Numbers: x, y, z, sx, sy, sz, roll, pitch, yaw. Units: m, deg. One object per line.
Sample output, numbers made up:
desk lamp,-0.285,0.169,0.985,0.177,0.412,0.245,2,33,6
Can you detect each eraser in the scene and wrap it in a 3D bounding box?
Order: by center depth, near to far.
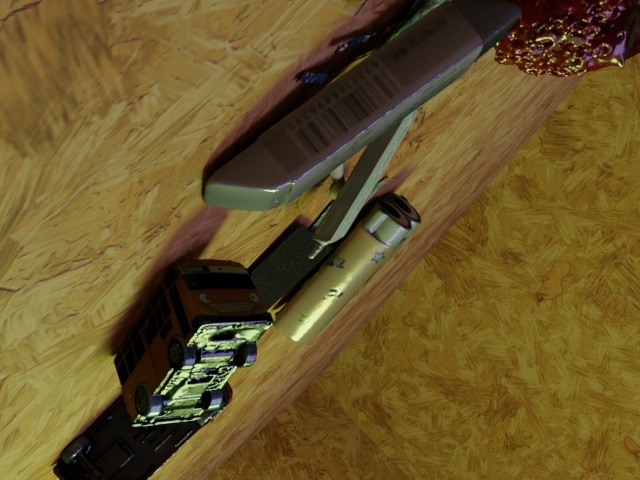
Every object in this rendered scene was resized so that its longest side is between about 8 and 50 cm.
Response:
eraser,0.043,-0.130,1.001,0.352,0.061,0.089,-38,175,-15
eraser,0.049,0.049,1.869,0.290,0.087,0.171,-48,175,21

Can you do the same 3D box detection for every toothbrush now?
toothbrush,0.019,-0.086,1.316,0.025,0.029,0.307,-48,169,-6

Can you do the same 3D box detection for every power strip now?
power strip,0.053,-0.078,1.332,0.253,0.027,0.060,-59,169,14

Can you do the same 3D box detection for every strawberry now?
strawberry,0.292,-0.280,1.273,0.201,0.184,0.187,-18,-177,14

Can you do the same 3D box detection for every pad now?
pad,-0.081,0.069,1.569,0.220,0.004,0.330,-43,170,2

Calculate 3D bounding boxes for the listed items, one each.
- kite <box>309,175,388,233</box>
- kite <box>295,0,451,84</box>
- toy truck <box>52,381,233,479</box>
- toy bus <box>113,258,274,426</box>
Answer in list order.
kite,0.000,0.000,1.657,0.314,0.011,0.335,-43,172,-14
kite,0.085,-0.226,1.024,0.169,0.015,0.310,-52,170,30
toy truck,-0.232,0.254,1.427,0.252,0.107,0.114,-44,172,0
toy bus,-0.142,0.109,1.144,0.098,0.114,0.201,1,141,-36
